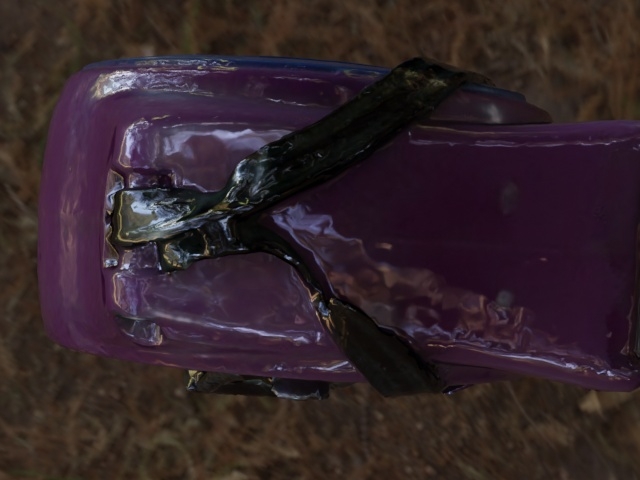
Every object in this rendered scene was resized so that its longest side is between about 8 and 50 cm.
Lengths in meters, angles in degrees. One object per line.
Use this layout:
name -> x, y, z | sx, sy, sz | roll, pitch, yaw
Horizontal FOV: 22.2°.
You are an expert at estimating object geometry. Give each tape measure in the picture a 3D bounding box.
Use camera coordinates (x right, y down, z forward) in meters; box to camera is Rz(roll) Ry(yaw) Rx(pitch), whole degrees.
tape measure -> 0.000, 0.000, 0.674 | 0.231, 0.245, 0.149 | 2, 91, -10
